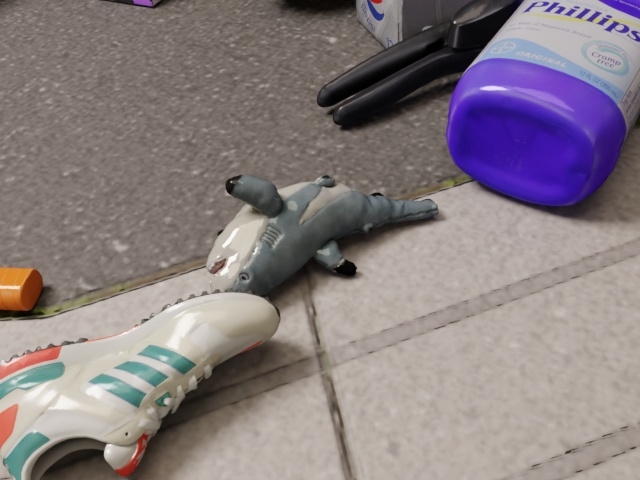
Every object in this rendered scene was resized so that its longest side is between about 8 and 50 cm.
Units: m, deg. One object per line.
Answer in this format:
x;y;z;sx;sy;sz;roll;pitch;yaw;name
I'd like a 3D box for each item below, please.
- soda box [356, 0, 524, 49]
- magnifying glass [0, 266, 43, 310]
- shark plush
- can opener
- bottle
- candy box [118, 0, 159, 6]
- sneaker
0.179;-0.258;0.668;0.286;0.091;0.098;-19;47;-13;soda box
-0.298;0.029;0.477;0.231;0.026;0.092;0;44;9;magnifying glass
0.000;0.000;0.475;0.161;0.073;0.067;-8;61;-31;shark plush
0.081;-0.150;0.595;0.186;0.073;0.059;-27;49;-6;can opener
0.200;-0.144;0.548;0.118;0.092;0.283;25;52;21;bottle
-0.241;-0.351;0.730;0.165;0.196;0.070;14;48;20;candy box
-0.092;0.083;0.386;0.161;0.057;0.075;-17;62;-13;sneaker
